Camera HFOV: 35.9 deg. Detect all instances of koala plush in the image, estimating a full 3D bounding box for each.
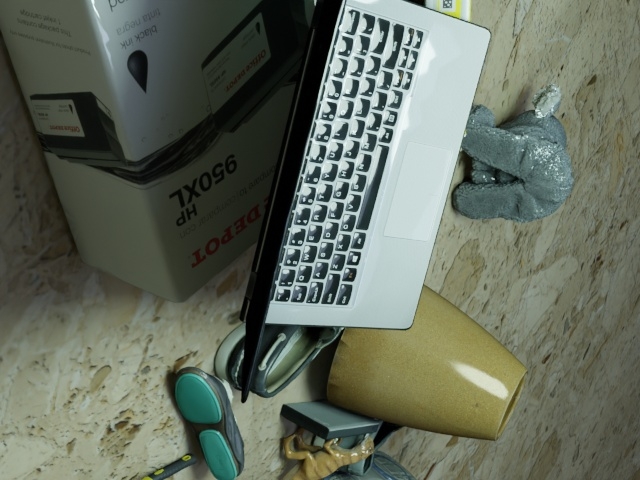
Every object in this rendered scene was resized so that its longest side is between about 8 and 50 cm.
[{"bbox_3d":[0.356,-0.151,1.687,0.221,0.203,0.196,-45,140,-47],"label":"koala plush"}]

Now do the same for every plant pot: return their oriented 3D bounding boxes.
[{"bbox_3d":[0.176,0.198,1.509,0.237,0.254,0.237,-53,158,-33],"label":"plant pot"}]

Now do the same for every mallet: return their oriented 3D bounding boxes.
[{"bbox_3d":[-0.234,0.309,1.274,0.189,0.062,0.039,-23,127,-63],"label":"mallet"}]

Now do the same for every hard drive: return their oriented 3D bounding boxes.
[{"bbox_3d":[0.015,0.275,1.520,0.135,0.094,0.022,6,103,-53],"label":"hard drive"}]

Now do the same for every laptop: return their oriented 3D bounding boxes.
[{"bbox_3d":[0.066,-0.058,1.003,0.407,0.236,0.382,7,102,-40],"label":"laptop"}]

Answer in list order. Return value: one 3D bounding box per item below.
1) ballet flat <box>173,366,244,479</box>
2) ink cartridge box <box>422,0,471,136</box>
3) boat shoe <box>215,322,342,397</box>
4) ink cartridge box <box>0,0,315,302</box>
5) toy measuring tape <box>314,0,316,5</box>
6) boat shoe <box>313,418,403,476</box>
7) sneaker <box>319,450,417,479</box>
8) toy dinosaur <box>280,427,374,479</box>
[{"bbox_3d":[-0.144,0.232,1.325,0.074,0.074,0.203,-39,129,-34],"label":"ballet flat"},{"bbox_3d":[0.164,-0.333,1.301,0.304,0.072,0.307,-78,170,-61],"label":"ink cartridge box"},{"bbox_3d":[-0.014,0.117,1.405,0.302,0.091,0.114,-44,137,-30],"label":"boat shoe"},{"bbox_3d":[-0.145,-0.180,1.021,0.285,0.166,0.395,-40,136,-35],"label":"ink cartridge box"},{"bbox_3d":[0.026,-0.367,1.183,0.121,0.121,0.330,-16,119,-48],"label":"toy measuring tape"},{"bbox_3d":[0.124,0.293,1.665,0.319,0.099,0.116,-31,130,-41],"label":"boat shoe"},{"bbox_3d":[0.063,0.442,1.684,0.297,0.111,0.129,5,119,-49],"label":"sneaker"},{"bbox_3d":[-0.020,0.348,1.524,0.211,0.112,0.064,-29,177,7],"label":"toy dinosaur"}]
